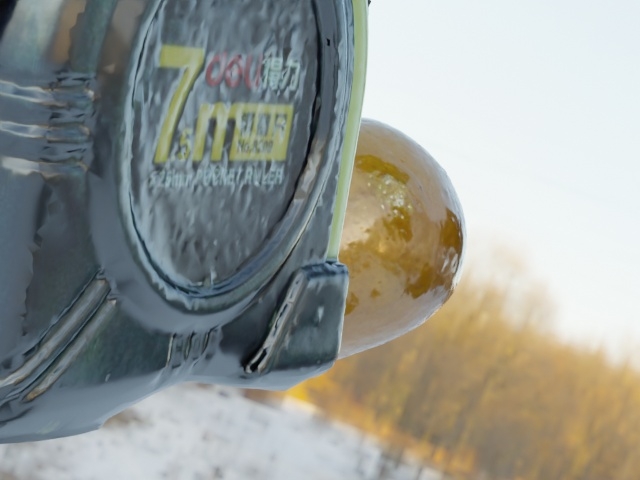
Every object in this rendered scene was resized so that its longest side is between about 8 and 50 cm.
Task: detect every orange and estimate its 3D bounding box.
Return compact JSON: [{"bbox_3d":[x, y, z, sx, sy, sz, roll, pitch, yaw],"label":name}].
[{"bbox_3d":[0.000,0.000,1.012,0.156,0.124,0.156,-19,5,2],"label":"orange"}]

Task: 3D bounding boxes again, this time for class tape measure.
[{"bbox_3d":[-0.061,-0.043,0.550,0.112,0.186,0.199,17,11,28],"label":"tape measure"}]
